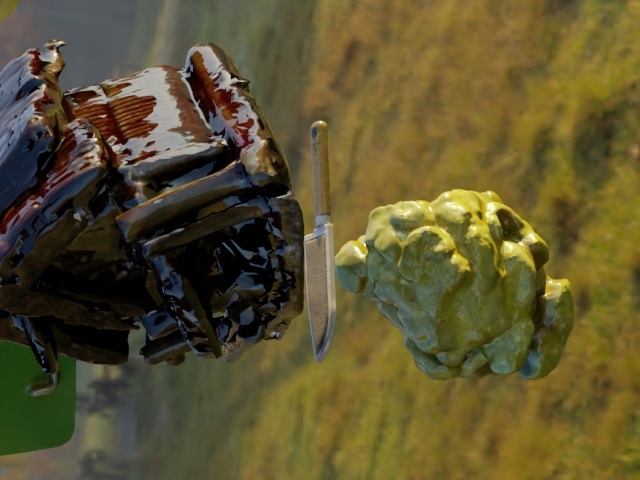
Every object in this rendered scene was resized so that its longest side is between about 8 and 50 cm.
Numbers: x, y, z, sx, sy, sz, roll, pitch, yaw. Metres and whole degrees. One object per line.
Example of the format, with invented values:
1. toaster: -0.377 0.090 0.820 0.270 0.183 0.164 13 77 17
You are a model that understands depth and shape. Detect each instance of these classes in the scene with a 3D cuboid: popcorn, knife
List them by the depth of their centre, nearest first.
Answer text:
1. knife: 0.001 0.000 1.504 0.046 0.022 0.256 -19 68 49
2. popcorn: 0.158 0.050 1.700 0.242 0.250 0.235 14 92 49

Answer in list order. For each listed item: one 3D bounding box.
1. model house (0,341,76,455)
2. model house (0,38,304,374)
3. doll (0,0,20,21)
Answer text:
1. model house: -0.444 0.034 1.449 0.323 0.340 0.300 -146 55 -59
2. model house: -0.174 0.019 1.074 0.317 0.282 0.297 -118 18 -56
3. doll: -0.300 -0.315 1.288 0.117 0.141 0.296 3 -75 -60
